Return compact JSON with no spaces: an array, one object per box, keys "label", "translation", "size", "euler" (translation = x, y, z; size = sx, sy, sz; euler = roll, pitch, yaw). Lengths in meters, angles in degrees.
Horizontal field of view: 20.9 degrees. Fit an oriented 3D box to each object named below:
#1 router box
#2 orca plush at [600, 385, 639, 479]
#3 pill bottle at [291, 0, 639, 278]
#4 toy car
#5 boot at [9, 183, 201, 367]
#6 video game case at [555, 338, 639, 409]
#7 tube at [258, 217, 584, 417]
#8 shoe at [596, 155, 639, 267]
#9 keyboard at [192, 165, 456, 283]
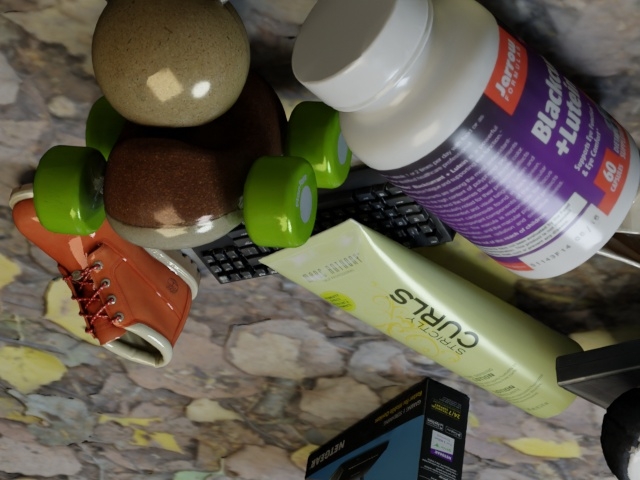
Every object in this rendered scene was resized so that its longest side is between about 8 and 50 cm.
[{"label":"router box","translation":[0.043,0.201,1.336],"size":[0.046,0.133,0.179],"euler":[25,143,-21]},{"label":"orca plush","translation":[0.281,0.137,1.180],"size":[0.287,0.102,0.151],"euler":[3,114,-33]},{"label":"pill bottle","translation":[0.079,-0.068,0.960],"size":[0.193,0.108,0.108],"euler":[35,139,-32]},{"label":"toy car","translation":[-0.077,-0.103,0.969],"size":[0.155,0.149,0.188],"euler":[3,118,16]},{"label":"boot","translation":[-0.150,0.023,1.175],"size":[0.158,0.085,0.059],"euler":[36,140,-30]},{"label":"video game case","translation":[0.324,0.085,1.152],"size":[0.274,0.026,0.196],"euler":[-17,152,33]},{"label":"tube","translation":[0.076,0.050,1.157],"size":[0.240,0.062,0.070],"euler":[30,104,-32]},{"label":"shoe","translation":[0.238,0.009,1.073],"size":[0.219,0.058,0.076],"euler":[23,144,-17]},{"label":"keyboard","translation":[0.000,0.000,1.156],"size":[0.180,0.023,0.108],"euler":[-10,141,28]}]
